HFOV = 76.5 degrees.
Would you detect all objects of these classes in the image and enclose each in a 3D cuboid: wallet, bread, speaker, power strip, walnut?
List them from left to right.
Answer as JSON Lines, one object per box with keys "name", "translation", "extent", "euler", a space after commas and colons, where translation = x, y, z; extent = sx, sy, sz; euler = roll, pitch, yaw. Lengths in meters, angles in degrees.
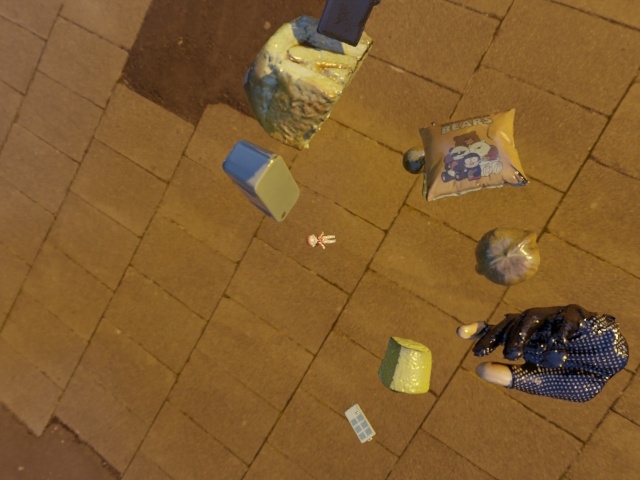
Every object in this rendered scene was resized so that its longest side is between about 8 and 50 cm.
{"name": "speaker", "translation": [-0.237, -0.238, 1.673], "extent": [0.184, 0.406, 0.183], "euler": [32, 81, 17]}
{"name": "bread", "translation": [-0.043, -0.483, 1.155], "extent": [0.263, 0.239, 0.395], "euler": [29, 56, -5]}
{"name": "wallet", "translation": [0.084, -0.602, 0.965], "extent": [0.244, 0.124, 0.025], "euler": [-64, 37, 32]}
{"name": "power strip", "translation": [0.095, 0.445, 0.990], "extent": [0.040, 0.016, 0.090], "euler": [-36, 61, 1]}
{"name": "bread", "translation": [0.201, 0.294, 0.944], "extent": [0.111, 0.129, 0.115], "euler": [11, 90, -12]}
{"name": "walnut", "translation": [0.718, 0.057, 1.565], "extent": [0.282, 0.283, 0.227], "euler": [-36, 76, 12]}

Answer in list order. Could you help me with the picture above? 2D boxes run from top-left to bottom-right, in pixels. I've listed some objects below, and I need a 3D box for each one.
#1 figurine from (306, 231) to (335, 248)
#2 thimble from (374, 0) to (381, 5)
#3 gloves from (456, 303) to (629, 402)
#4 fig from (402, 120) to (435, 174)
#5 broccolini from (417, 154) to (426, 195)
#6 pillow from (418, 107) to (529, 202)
{"name": "figurine", "translation": [0.000, 0.000, 1.507], "extent": [0.109, 0.047, 0.064], "euler": [-4, 83, -10]}
{"name": "thimble", "translation": [0.196, -1.041, 1.686], "extent": [0.135, 0.118, 0.090], "euler": [16, 99, 30]}
{"name": "gloves", "translation": [0.263, 0.126, 0.514], "extent": [0.180, 0.129, 0.106], "euler": [21, 60, 4]}
{"name": "fig", "translation": [0.445, -0.398, 1.756], "extent": [0.124, 0.124, 0.237], "euler": [34, 113, 14]}
{"name": "broccolini", "translation": [0.445, -0.279, 1.716], "extent": [0.054, 0.052, 0.194], "euler": [9, 130, 29]}
{"name": "pillow", "translation": [0.477, -0.278, 1.305], "extent": [0.309, 0.119, 0.313], "euler": [-9, 58, 25]}
